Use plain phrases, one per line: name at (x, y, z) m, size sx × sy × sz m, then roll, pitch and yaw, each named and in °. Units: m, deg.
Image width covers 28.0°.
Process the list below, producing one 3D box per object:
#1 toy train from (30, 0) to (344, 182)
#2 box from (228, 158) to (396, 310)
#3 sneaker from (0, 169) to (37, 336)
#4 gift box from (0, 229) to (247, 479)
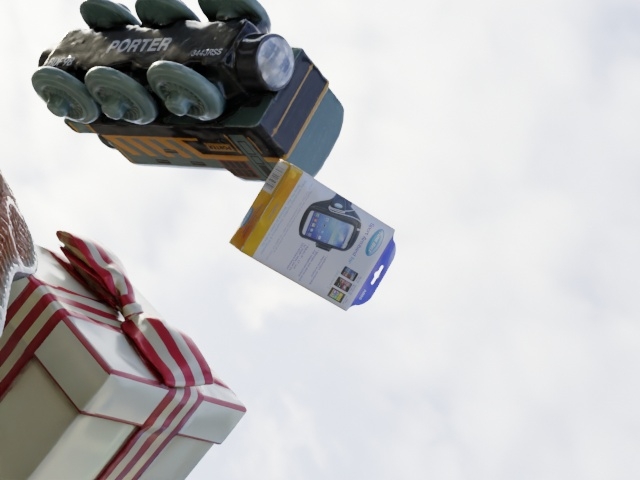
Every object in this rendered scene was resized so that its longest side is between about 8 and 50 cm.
toy train at (-0.136, -0.142, 1.260) m, size 0.334 × 0.142 × 0.190 m, roll 4°, pitch -33°, yaw 42°
box at (0.000, 0.000, 1.052) m, size 0.136 × 0.081 × 0.028 m, roll 32°, pitch 0°, yaw -35°
sneaker at (-0.292, 0.016, 0.947) m, size 0.302 × 0.121 × 0.108 m, roll -102°, pitch 171°, yaw -73°
gift box at (-0.246, 0.146, 1.262) m, size 0.255 × 0.276 × 0.258 m, roll 42°, pitch -81°, yaw 27°
